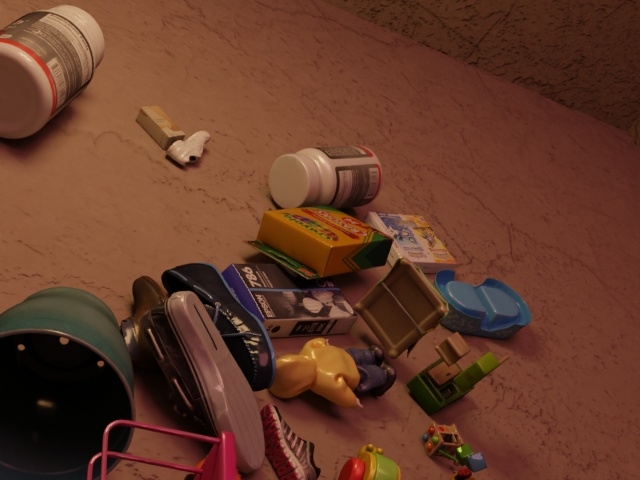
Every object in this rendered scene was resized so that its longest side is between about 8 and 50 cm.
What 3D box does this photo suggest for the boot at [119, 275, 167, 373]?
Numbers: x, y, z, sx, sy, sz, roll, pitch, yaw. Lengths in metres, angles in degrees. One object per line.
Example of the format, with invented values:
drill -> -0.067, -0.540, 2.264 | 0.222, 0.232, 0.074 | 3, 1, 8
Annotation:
boot -> -0.333, 0.145, 1.792 | 0.106, 0.082, 0.219 | 9, 40, -39

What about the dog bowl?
dog bowl -> 0.390, 0.166, 2.446 | 0.297, 0.074, 0.166 | 11, 37, -32

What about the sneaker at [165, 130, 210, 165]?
sneaker -> -0.309, -0.219, 2.369 | 0.061, 0.054, 0.152 | 46, 38, 4

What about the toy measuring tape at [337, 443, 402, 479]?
toy measuring tape -> 0.087, 0.470, 1.692 | 0.121, 0.121, 0.330 | 26, 31, -12

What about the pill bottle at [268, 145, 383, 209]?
pill bottle -> 0.012, -0.154, 2.462 | 0.283, 0.161, 0.161 | -9, 50, -48

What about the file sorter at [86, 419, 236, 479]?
file sorter -> -0.247, 0.406, 1.302 | 0.182, 0.291, 0.202 | 17, 34, -20

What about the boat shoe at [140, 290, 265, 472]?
boat shoe -> -0.205, 0.255, 1.710 | 0.335, 0.119, 0.121 | 65, 19, 6

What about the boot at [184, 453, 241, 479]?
boot -> -0.140, 0.412, 1.620 | 0.158, 0.059, 0.084 | 35, 26, 5

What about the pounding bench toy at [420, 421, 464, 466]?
pounding bench toy -> 0.248, 0.415, 1.978 | 0.065, 0.052, 0.083 | 12, 37, -31

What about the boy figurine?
boy figurine -> 0.021, 0.268, 1.941 | 0.285, 0.092, 0.177 | 1, 44, -41

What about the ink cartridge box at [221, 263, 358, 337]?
ink cartridge box -> -0.089, 0.126, 2.068 | 0.332, 0.065, 0.165 | 0, 45, -42

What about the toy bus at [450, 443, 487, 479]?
toy bus -> 0.261, 0.499, 1.815 | 0.104, 0.202, 0.191 | -16, 58, -15

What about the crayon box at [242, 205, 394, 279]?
crayon box -> 0.000, 0.000, 2.227 | 0.202, 0.081, 0.318 | 28, 20, 28

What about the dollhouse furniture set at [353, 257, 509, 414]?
dollhouse furniture set -> 0.243, 0.189, 2.111 | 0.151, 0.197, 0.301 | -19, 68, -51

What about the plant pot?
plant pot -> -0.409, 0.200, 1.491 | 0.271, 0.272, 0.255 | 24, 17, -15

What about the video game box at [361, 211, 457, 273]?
video game box -> 0.230, 0.006, 2.551 | 0.205, 0.048, 0.187 | 3, 45, -41

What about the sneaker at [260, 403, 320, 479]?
sneaker -> -0.053, 0.369, 1.756 | 0.075, 0.063, 0.170 | 1, 48, -42

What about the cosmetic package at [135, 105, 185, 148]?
cosmetic package -> -0.387, -0.274, 2.376 | 0.115, 0.041, 0.060 | 45, 33, 19

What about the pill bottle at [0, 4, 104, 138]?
pill bottle -> -0.619, -0.382, 2.149 | 0.210, 0.210, 0.363 | 30, 30, -5

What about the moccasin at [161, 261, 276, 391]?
moccasin -> -0.205, 0.170, 1.859 | 0.117, 0.138, 0.342 | 0, 30, -37
